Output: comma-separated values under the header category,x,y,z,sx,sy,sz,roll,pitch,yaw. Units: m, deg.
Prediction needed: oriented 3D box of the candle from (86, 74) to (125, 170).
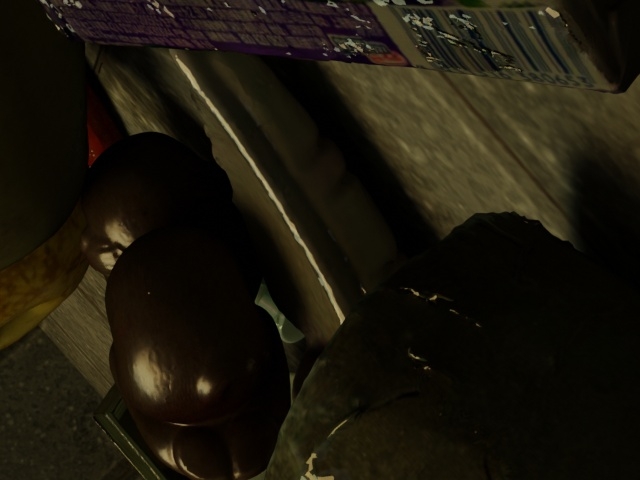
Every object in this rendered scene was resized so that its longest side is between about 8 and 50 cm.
category,x,y,z,sx,sy,sz,roll,pitch,yaw
candle,-0.183,-0.084,1.364,0.162,0.048,0.053,64,-171,-51

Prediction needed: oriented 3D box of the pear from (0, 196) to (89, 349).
category,x,y,z,sx,sy,sz,roll,pitch,yaw
pear,-0.332,-0.029,1.528,0.281,0.281,0.280,45,165,15

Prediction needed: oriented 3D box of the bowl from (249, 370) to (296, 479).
category,x,y,z,sx,sy,sz,roll,pitch,yaw
bowl,-0.003,0.263,1.364,0.313,0.146,0.313,27,145,21

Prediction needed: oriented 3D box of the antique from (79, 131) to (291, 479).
category,x,y,z,sx,sy,sz,roll,pitch,yaw
antique,-0.097,0.026,1.154,0.257,0.121,0.143,-105,-2,-49

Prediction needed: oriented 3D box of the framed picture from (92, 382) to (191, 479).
category,x,y,z,sx,sy,sz,roll,pitch,yaw
framed picture,-0.101,0.170,1.574,0.197,0.014,0.252,51,-156,-11

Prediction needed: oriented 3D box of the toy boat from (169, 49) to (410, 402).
category,x,y,z,sx,sy,sz,roll,pitch,yaw
toy boat,0.010,0.025,1.002,0.293,0.111,0.276,62,171,2

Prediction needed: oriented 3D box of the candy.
category,x,y,z,sx,sy,sz,roll,pitch,yaw
candy,-0.013,-0.112,0.647,0.312,0.061,0.088,13,147,46

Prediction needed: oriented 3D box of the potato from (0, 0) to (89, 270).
category,x,y,z,sx,sy,sz,roll,pitch,yaw
potato,-0.264,-0.127,1.121,0.243,0.221,0.326,-104,1,-55

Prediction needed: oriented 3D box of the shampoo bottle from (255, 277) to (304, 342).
category,x,y,z,sx,sy,sz,roll,pitch,yaw
shampoo bottle,-0.074,0.016,1.318,0.191,0.041,0.069,37,157,37

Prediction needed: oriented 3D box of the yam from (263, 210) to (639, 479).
category,x,y,z,sx,sy,sz,roll,pitch,yaw
yam,0.142,0.164,0.688,0.348,0.241,0.241,43,165,28
